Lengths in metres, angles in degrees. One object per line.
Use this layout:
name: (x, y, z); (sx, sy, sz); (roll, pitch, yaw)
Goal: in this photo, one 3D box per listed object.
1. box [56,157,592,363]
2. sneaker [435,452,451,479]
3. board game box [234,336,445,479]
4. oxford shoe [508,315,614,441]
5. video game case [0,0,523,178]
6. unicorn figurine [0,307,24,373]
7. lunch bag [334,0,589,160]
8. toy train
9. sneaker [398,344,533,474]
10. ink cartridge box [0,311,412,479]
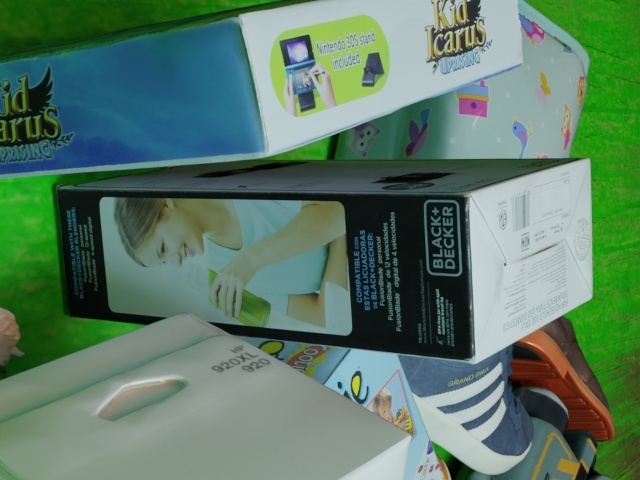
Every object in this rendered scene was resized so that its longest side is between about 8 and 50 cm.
box: (0.000, 0.000, 0.661); (0.169, 0.290, 0.087); (-17, 107, -55)
sneaker: (0.071, 0.263, 0.967); (0.067, 0.064, 0.175); (47, 51, -32)
board game box: (-0.005, 0.193, 0.785); (0.144, 0.142, 0.275); (-49, 130, -40)
oxford shoe: (0.274, 0.143, 1.220); (0.271, 0.097, 0.098); (52, 46, -42)
video game case: (-0.065, -0.090, 0.580); (0.244, 0.269, 0.061); (-25, 109, -52)
unicorn figurine: (-0.216, 0.045, 0.553); (0.111, 0.060, 0.162); (-53, 130, -42)
lunch bag: (0.144, -0.089, 0.973); (0.262, 0.160, 0.223); (23, 72, -47)
toy train: (0.194, 0.303, 1.085); (0.190, 0.142, 0.334); (57, 47, -25)
sneaker: (0.127, 0.096, 0.936); (0.148, 0.131, 0.350); (-47, 142, 9)
ink cartridge box: (-0.080, 0.186, 0.539); (0.171, 0.168, 0.232); (-21, 126, -47)
